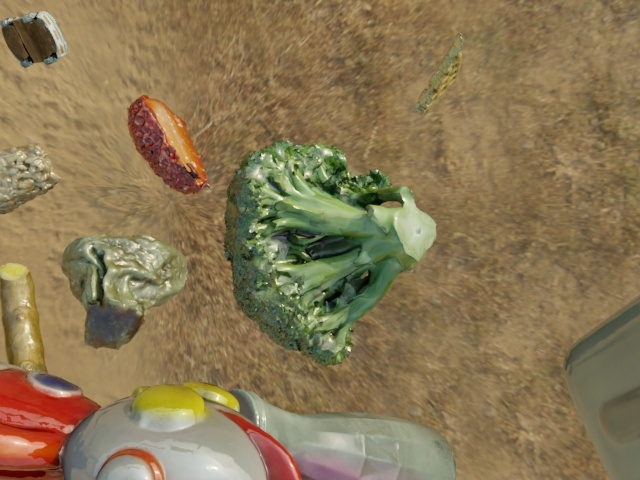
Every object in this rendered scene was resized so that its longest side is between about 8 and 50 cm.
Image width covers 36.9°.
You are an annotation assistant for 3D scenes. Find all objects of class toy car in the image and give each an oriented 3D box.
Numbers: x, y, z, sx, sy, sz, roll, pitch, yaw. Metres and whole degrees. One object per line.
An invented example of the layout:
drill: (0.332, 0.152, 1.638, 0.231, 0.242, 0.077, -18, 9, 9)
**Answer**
toy car: (-0.528, -0.372, 1.764, 0.056, 0.205, 0.095, -36, 116, -28)

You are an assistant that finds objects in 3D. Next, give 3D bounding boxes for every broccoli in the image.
broccoli: (0.000, 0.000, 1.234, 0.308, 0.275, 0.307, 18, 66, -47)

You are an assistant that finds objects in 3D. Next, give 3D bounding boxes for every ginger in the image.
ginger: (-0.469, 0.176, 1.524, 0.065, 0.118, 0.298, -4, 69, -23)

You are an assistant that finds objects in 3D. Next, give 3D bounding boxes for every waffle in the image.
waffle: (0.221, -0.311, 1.813, 0.032, 0.191, 0.125, 44, 87, 11)

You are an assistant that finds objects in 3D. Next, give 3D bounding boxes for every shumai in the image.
shumai: (-0.378, 0.113, 1.876, 0.225, 0.261, 0.221, -27, 67, 31)

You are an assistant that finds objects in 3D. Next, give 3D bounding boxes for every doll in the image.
doll: (-0.108, 0.098, 0.455, 0.245, 0.142, 0.076, 7, 88, 19)

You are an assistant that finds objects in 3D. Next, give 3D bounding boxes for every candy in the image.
candy: (-0.413, -0.086, 1.293, 0.110, 0.095, 0.085, -23, 96, -17)

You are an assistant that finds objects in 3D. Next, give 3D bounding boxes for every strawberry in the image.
strawberry: (-0.247, -0.141, 1.490, 0.082, 0.121, 0.188, -35, 66, 13)

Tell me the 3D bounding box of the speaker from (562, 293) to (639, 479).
speaker: (0.366, 0.215, 0.761, 0.183, 0.184, 0.406, -14, 71, -28)

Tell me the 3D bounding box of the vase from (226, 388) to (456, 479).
vase: (0.009, 0.163, 0.731, 0.214, 0.086, 0.086, 25, 88, -41)
